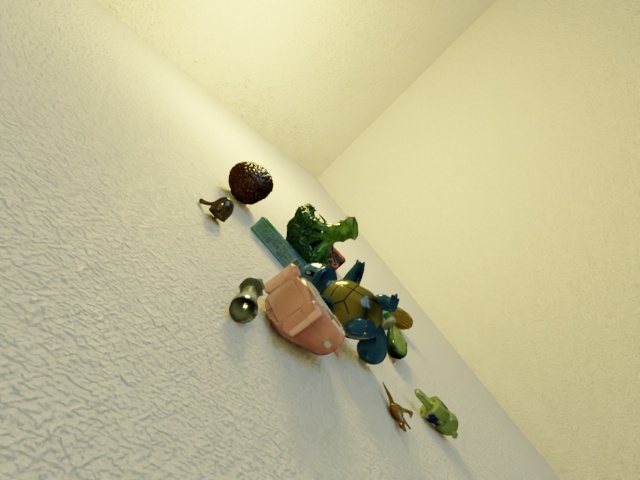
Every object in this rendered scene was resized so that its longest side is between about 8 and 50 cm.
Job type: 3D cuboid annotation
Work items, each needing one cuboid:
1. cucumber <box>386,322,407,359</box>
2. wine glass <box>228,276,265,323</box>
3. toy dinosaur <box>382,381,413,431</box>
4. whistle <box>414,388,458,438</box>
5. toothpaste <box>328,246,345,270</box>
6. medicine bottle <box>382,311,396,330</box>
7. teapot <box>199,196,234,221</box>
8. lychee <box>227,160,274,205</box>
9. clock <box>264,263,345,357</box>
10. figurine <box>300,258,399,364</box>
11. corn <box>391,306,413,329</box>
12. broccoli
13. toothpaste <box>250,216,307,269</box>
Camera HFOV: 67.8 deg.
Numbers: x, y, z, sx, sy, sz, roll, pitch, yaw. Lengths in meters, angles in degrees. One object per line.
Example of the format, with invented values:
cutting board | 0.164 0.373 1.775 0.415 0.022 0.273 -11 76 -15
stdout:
cucumber | 0.309 0.435 1.994 0.115 0.063 0.244 53 11 2
wine glass | -0.178 0.144 1.178 0.072 0.072 0.155 44 10 -10
toy dinosaur | 0.225 0.512 1.470 0.162 0.039 0.126 49 13 21
whistle | 0.410 0.611 1.689 0.227 0.085 0.105 46 10 -10
toothpaste | -0.015 0.007 2.281 0.320 0.076 0.066 45 11 -4
medicine bottle | 0.280 0.340 2.184 0.080 0.080 0.130 31 20 -55
teapot | -0.332 -0.112 1.510 0.110 0.080 0.085 34 -19 6
lychee | -0.279 -0.230 1.883 0.188 0.188 0.188 44 11 -11
clock | -0.036 0.220 1.315 0.241 0.142 0.227 50 3 -40
figurine | 0.108 0.217 1.574 0.416 0.243 0.298 48 52 3
corn | 0.380 0.379 2.387 0.261 0.097 0.097 37 14 -39
broccoli | 0.000 0.000 1.860 0.297 0.297 0.298 -9 90 -68
toothpaste | -0.142 0.031 1.740 0.267 0.065 0.050 48 11 8
